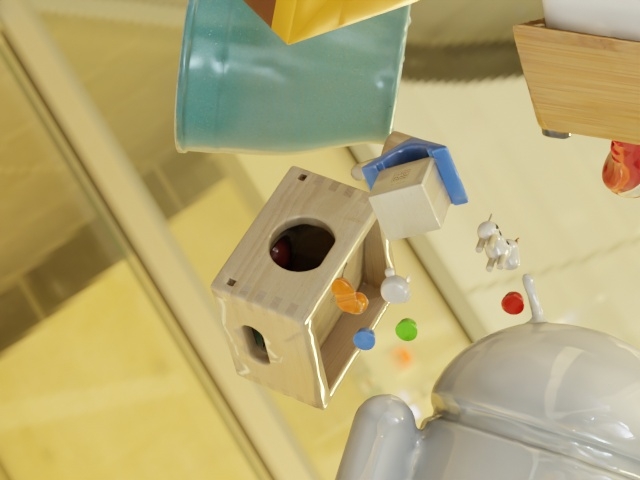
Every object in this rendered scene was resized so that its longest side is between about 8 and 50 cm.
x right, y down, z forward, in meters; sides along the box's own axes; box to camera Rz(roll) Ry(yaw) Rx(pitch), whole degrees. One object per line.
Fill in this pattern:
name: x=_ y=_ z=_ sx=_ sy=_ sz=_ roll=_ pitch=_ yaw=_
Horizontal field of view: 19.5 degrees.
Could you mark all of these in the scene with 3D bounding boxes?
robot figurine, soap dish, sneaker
robot figurine: x=0.147 y=0.209 z=1.287 sx=0.200 sy=0.300 sz=0.353 roll=175 pitch=-65 yaw=-73
soap dish: x=0.315 y=-0.128 z=1.453 sx=0.291 sy=0.118 sz=0.229 roll=11 pitch=-167 yaw=20
sneaker: x=0.273 y=-0.119 z=1.694 sx=0.128 sy=0.087 sz=0.221 roll=10 pitch=146 yaw=-13

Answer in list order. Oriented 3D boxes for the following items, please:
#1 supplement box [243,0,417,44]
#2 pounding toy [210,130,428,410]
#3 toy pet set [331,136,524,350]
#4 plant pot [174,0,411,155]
supplement box: x=-0.014 y=-0.276 z=1.264 sx=0.129 sy=0.194 sz=0.191 roll=-23 pitch=144 yaw=-31
pounding toy: x=0.002 y=-0.010 z=1.439 sx=0.206 sy=0.094 sz=0.181 roll=-57 pitch=155 yaw=-28
toy pet set: x=0.065 y=-0.002 z=1.217 sx=0.122 sy=0.114 sz=0.065 roll=-14 pitch=-154 yaw=23
plant pot: x=-0.026 y=-0.222 z=2.220 sx=0.255 sy=0.271 sz=0.271 roll=8 pitch=170 yaw=2
